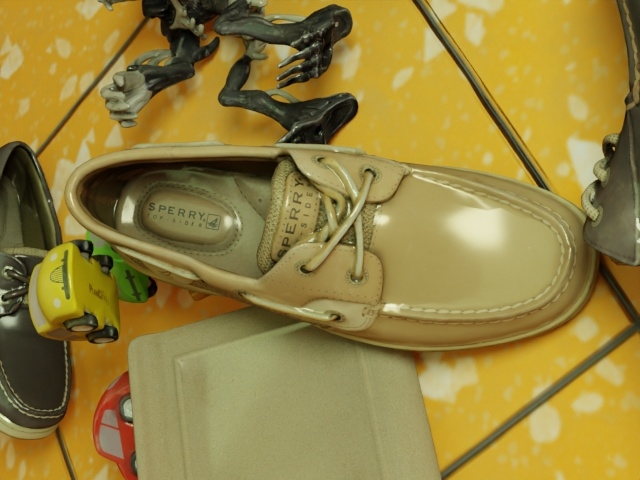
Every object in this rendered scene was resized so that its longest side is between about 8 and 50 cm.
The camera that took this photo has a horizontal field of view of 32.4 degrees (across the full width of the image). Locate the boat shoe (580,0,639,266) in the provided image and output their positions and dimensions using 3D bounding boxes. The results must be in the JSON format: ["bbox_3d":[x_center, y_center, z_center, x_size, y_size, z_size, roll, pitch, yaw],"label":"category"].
[{"bbox_3d":[0.197,-0.026,0.574,0.130,0.132,0.356,-28,63,33],"label":"boat shoe"}]

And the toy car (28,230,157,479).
[{"bbox_3d":[-0.162,0.049,0.850,0.053,0.239,0.225,-9,39,5],"label":"toy car"}]

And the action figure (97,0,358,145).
[{"bbox_3d":[-0.100,-0.169,0.840,0.275,0.141,0.164,37,137,34],"label":"action figure"}]

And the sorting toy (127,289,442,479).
[{"bbox_3d":[-0.026,0.126,0.745,0.196,0.047,0.348,-14,61,6],"label":"sorting toy"}]

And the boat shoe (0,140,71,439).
[{"bbox_3d":[-0.272,0.034,0.982,0.092,0.102,0.285,-40,53,33],"label":"boat shoe"}]

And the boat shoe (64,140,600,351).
[{"bbox_3d":[0.000,0.000,0.698,0.341,0.110,0.122,4,82,20],"label":"boat shoe"}]
